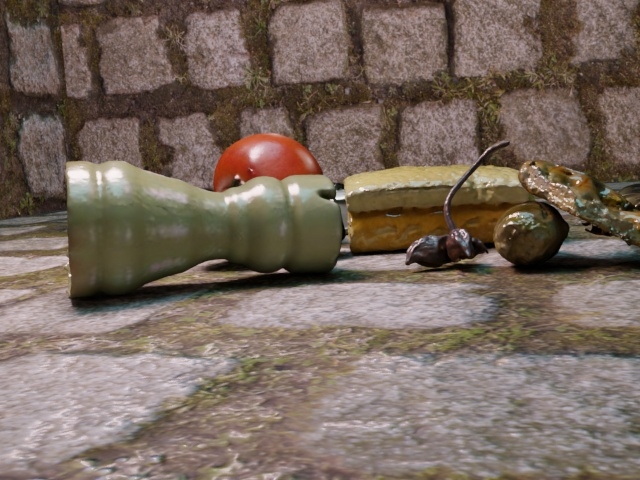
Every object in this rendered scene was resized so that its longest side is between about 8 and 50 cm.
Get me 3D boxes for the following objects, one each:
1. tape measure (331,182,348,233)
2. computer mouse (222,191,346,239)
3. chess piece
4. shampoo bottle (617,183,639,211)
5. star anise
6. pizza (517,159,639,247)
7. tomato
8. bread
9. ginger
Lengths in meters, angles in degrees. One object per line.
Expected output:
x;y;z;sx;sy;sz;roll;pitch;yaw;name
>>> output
0.083;-0.087;2.224;0.246;0.125;0.243;-8;7;-39;tape measure
-0.103;-0.017;1.722;0.323;0.116;0.183;6;-9;-23;computer mouse
-0.195;-0.025;1.471;0.442;0.234;0.234;-2;6;-17;chess piece
0.678;-0.066;1.875;0.125;0.084;0.350;1;8;21;shampoo bottle
0.240;-0.067;1.506;0.218;0.227;0.148;-2;-14;-15;star anise
0.450;-0.051;1.430;0.189;0.071;0.297;14;21;-44;pizza
-0.111;-0.110;1.966;0.224;0.256;0.256;-29;20;-33;tomato
0.236;-0.071;1.814;0.375;0.165;0.236;-3;11;4;bread
0.351;-0.012;1.496;0.109;0.116;0.263;39;8;7;ginger
